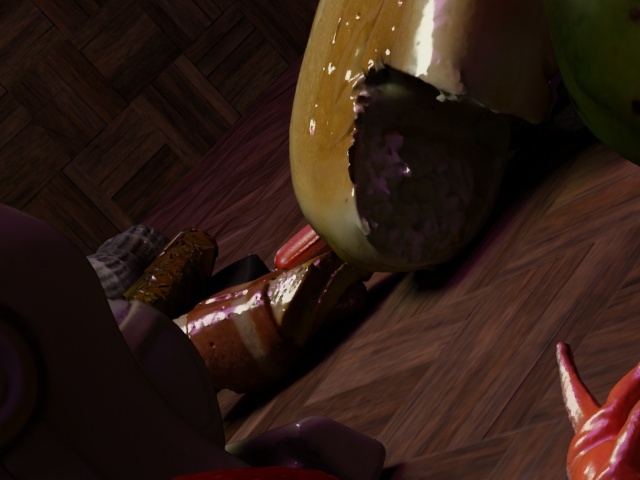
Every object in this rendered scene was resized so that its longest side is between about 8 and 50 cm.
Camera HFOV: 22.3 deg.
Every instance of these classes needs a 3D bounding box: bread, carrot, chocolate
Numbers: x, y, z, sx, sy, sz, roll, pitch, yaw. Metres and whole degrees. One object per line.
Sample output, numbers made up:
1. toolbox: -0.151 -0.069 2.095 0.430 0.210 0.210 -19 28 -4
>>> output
1. bread: 0.092 -0.139 1.352 0.333 0.160 0.333 -41 43 53
2. carrot: -0.163 0.051 1.690 0.069 0.069 0.229 -38 8 27
3. chocolate: -0.224 0.054 1.768 0.110 0.110 0.248 -38 6 27

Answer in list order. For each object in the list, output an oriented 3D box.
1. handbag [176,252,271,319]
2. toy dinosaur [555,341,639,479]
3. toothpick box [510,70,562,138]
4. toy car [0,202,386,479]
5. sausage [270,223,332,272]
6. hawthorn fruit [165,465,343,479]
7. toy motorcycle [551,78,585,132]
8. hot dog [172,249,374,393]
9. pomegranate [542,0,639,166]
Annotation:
1. handbag: -0.155 0.126 1.727 0.223 0.080 0.247 -32 10 18
2. toy dinosaur: 0.143 0.106 0.698 0.101 0.055 0.279 -51 10 8
3. toothpick box: 0.146 -0.140 1.538 0.111 0.111 0.180 -47 10 -24
4. toy car: -0.155 0.110 1.019 0.226 0.336 0.242 -47 10 -31
5. sausage: 0.000 0.000 1.730 0.145 0.050 0.048 -40 -17 21
6. hawthorn fruit: -0.029 0.174 0.712 0.235 0.181 0.181 -41 9 37
7. toy motorcycle: 0.288 -0.203 1.247 0.296 0.109 0.198 -50 8 -1
8. hot dog: -0.056 0.084 1.457 0.261 0.093 0.123 -23 8 21
9. pomegranate: 0.251 -0.137 0.893 0.236 0.236 0.302 -38 -12 25
